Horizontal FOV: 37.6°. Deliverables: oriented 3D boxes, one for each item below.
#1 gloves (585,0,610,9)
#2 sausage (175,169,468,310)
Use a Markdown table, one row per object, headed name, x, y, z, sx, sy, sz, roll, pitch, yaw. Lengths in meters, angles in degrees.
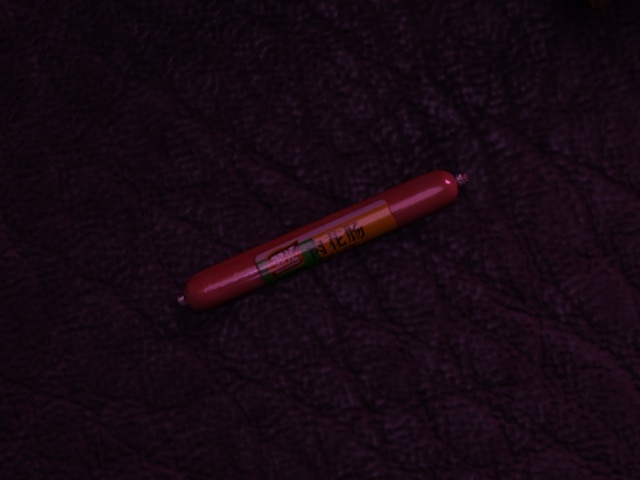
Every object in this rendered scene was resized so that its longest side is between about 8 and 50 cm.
| name | x | y | z | sx | sy | sz | roll | pitch | yaw |
| --- | --- | --- | --- | --- | --- | --- | --- | --- | --- |
| gloves | 0.272 | -0.275 | 0.567 | 0.331 | 0.154 | 0.141 | -35 | 77 | 29 |
| sausage | 0.000 | 0.000 | 0.659 | 0.223 | 0.029 | 0.029 | -24 | 86 | 3 |
